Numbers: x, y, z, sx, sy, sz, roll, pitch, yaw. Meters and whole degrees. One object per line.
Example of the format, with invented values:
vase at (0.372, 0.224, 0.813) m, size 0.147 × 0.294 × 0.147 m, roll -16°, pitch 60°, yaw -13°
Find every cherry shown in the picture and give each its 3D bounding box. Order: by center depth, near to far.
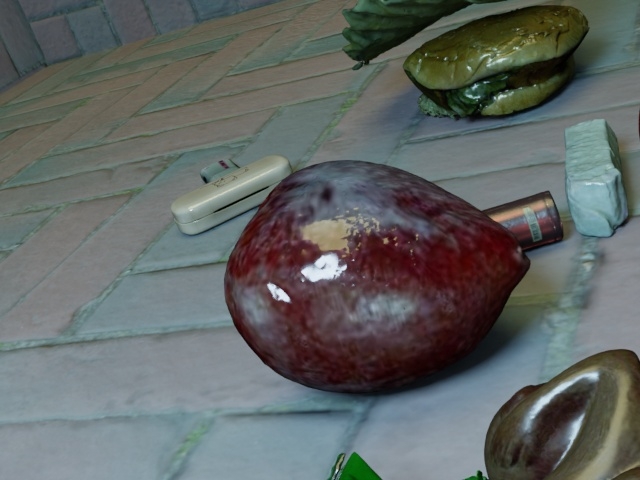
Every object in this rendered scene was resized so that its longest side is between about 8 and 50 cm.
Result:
cherry at (0.044, 0.032, 0.862) m, size 0.300 × 0.203 × 0.230 m, roll 0°, pitch 23°, yaw 24°

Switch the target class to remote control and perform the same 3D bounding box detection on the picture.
remote control at (-0.157, -0.107, 1.543) m, size 0.065 × 0.029 × 0.166 m, roll -26°, pitch 24°, yaw -10°

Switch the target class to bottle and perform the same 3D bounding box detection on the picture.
bottle at (0.178, -0.005, 1.017) m, size 0.164 × 0.060 × 0.060 m, roll -17°, pitch 23°, yaw 8°

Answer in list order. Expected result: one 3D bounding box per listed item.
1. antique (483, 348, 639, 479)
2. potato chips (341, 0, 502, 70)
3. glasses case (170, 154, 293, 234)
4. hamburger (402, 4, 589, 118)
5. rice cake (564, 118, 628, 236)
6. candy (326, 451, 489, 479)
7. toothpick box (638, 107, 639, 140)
antique at (0.160, 0.176, 0.569) m, size 0.143 × 0.121 × 0.257 m, roll -22°, pitch 28°, yaw 21°
potato chips at (0.202, -0.387, 1.481) m, size 0.373 × 0.097 × 0.389 m, roll -17°, pitch 10°, yaw 43°
glasses case at (-0.133, -0.072, 1.421) m, size 0.196 × 0.050 × 0.083 m, roll -27°, pitch 22°, yaw -15°
hamburger at (0.273, -0.287, 1.456) m, size 0.285 × 0.134 × 0.265 m, roll 3°, pitch 33°, yaw 42°
rice cake at (0.310, -0.078, 1.054) m, size 0.063 × 0.069 × 0.206 m, roll -12°, pitch 26°, yaw 19°
candy at (0.028, 0.198, 0.571) m, size 0.141 × 0.078 × 0.203 m, roll -55°, pitch 15°, yaw -24°
toothpick box at (0.430, -0.069, 0.769) m, size 0.204 × 0.204 × 0.333 m, roll -20°, pitch 24°, yaw 1°
